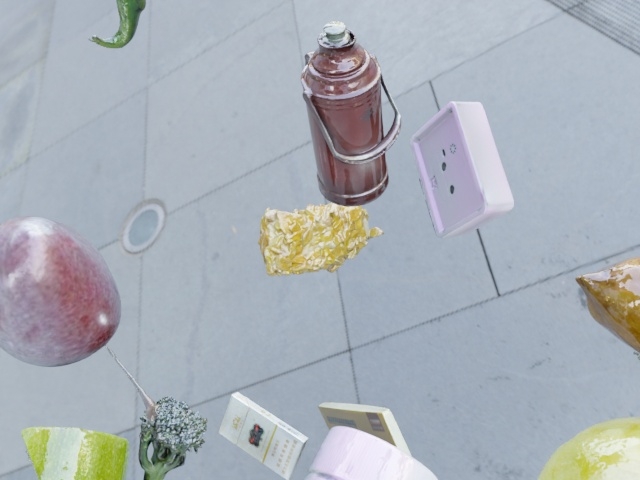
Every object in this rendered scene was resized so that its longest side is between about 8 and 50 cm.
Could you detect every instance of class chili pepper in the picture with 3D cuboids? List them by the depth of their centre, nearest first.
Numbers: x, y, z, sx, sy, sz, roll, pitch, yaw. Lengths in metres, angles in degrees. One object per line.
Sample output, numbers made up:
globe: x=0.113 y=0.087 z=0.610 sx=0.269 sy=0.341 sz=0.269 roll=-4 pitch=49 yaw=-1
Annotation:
chili pepper: x=-0.309 y=-0.460 z=0.945 sx=0.076 sy=0.085 sz=0.358 roll=40 pitch=134 yaw=49

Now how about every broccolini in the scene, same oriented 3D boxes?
broccolini: x=-0.212 y=0.275 z=0.866 sx=0.202 sy=0.091 sz=0.068 roll=125 pitch=153 yaw=-44

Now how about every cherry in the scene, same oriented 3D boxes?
cherry: x=-0.207 y=0.058 z=0.524 sx=0.188 sy=0.115 sz=0.148 roll=47 pitch=128 yaw=20

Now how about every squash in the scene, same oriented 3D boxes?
squash: x=-0.387 y=0.412 z=0.954 sx=0.093 sy=0.170 sz=0.251 roll=118 pitch=158 yaw=-57

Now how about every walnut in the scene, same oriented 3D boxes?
walnut: x=0.600 y=0.113 z=1.111 sx=0.337 sy=0.209 sz=0.208 roll=19 pitch=72 yaw=-1

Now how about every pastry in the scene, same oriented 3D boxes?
pastry: x=0.000 y=0.000 z=1.259 sx=0.102 sy=0.250 sz=0.154 roll=13 pitch=106 yaw=56

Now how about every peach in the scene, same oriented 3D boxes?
peach: x=0.512 y=0.441 z=1.037 sx=0.314 sy=0.281 sz=0.315 roll=36 pitch=83 yaw=-1

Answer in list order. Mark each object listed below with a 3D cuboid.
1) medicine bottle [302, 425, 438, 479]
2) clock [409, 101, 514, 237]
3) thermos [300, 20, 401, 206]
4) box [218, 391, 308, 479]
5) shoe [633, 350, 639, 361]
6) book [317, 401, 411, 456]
medicine bottle: x=0.034 y=0.467 z=0.981 sx=0.241 sy=0.241 sz=0.301 roll=8 pitch=56 yaw=38
clock: x=0.235 y=-0.118 z=1.095 sx=0.150 sy=0.063 sz=0.197 roll=-40 pitch=60 yaw=61
thermos: x=0.026 y=-0.153 z=0.761 sx=0.099 sy=0.232 sz=0.124 roll=-32 pitch=52 yaw=-16
box: x=-0.108 y=0.362 z=1.194 sx=0.167 sy=0.024 sz=0.089 roll=27 pitch=108 yaw=22
shoe: x=0.751 y=0.200 z=1.319 sx=0.211 sy=0.132 sz=0.341 roll=-9 pitch=66 yaw=4
book: x=0.140 y=0.509 z=1.308 sx=0.032 sy=0.388 sz=0.269 roll=-26 pitch=2 yaw=-30
